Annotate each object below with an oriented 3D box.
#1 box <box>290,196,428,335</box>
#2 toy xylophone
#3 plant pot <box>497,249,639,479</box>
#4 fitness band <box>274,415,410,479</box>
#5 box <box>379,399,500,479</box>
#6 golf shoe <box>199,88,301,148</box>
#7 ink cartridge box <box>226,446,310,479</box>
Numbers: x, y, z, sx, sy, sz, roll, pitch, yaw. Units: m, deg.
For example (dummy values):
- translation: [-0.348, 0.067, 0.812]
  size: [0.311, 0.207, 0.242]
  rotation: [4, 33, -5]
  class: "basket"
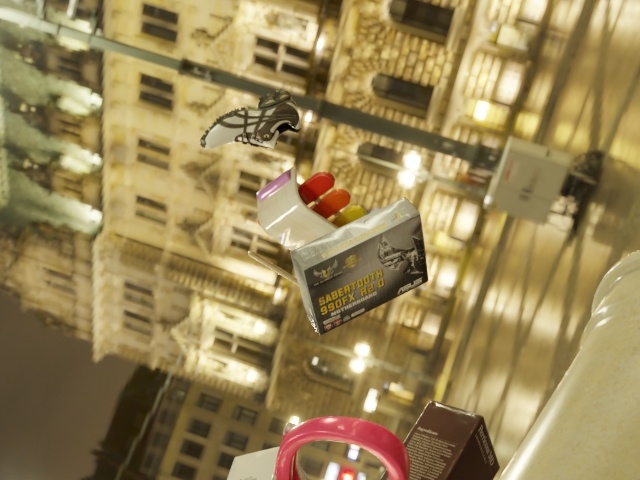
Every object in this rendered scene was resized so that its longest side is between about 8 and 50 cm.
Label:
- translation: [0.073, 0.047, 1.698]
  size: [0.231, 0.056, 0.183]
  rotation: [-25, -42, -12]
  class: "box"
- translation: [0.000, 0.000, 1.883]
  size: [0.236, 0.323, 0.081]
  rotation: [-26, 38, 34]
  class: "toy xylophone"
- translation: [0.301, 0.225, 0.851]
  size: [0.305, 0.334, 0.334]
  rotation: [-41, -21, -24]
  class: "plant pot"
- translation: [0.034, 0.374, 1.531]
  size: [0.054, 0.209, 0.290]
  rotation: [-70, -11, -45]
  class: "fitness band"
- translation: [0.212, 0.538, 1.974]
  size: [0.381, 0.143, 0.191]
  rotation: [-53, -43, -32]
  class: "box"
- translation: [-0.129, -0.207, 1.821]
  size: [0.198, 0.094, 0.077]
  rotation: [-27, -9, -6]
  class: "golf shoe"
- translation: [-0.095, 0.545, 1.729]
  size: [0.207, 0.117, 0.283]
  rotation: [60, -154, -26]
  class: "ink cartridge box"
